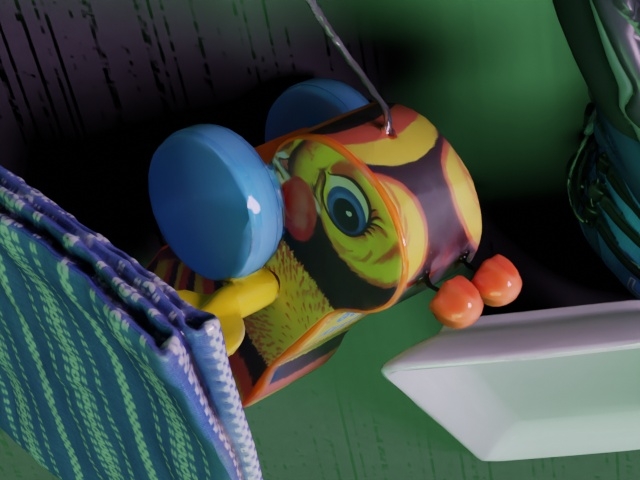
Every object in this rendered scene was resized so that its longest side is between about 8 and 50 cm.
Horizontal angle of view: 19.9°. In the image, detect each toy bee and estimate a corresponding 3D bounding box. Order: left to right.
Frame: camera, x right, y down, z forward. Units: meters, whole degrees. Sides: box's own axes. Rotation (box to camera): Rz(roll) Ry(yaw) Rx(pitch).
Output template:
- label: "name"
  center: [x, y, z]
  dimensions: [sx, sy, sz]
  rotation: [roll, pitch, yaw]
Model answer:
- label: "toy bee"
  center: [0.000, 0.000, 0.798]
  dimensions: [0.195, 0.162, 0.298]
  rotation: [-34, 159, -20]

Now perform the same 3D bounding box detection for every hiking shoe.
- label: "hiking shoe"
  center: [0.150, -0.031, 0.793]
  dimensions: [0.132, 0.113, 0.304]
  rotation: [7, 146, 40]

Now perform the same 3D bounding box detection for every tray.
- label: "tray"
  center: [0.127, 0.072, 0.909]
  dimensions: [0.145, 0.030, 0.270]
  rotation: [-8, 163, 13]

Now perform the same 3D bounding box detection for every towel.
- label: "towel"
  center: [-0.147, 0.041, 0.823]
  dimensions: [0.336, 0.040, 0.243]
  rotation: [33, 151, 34]
